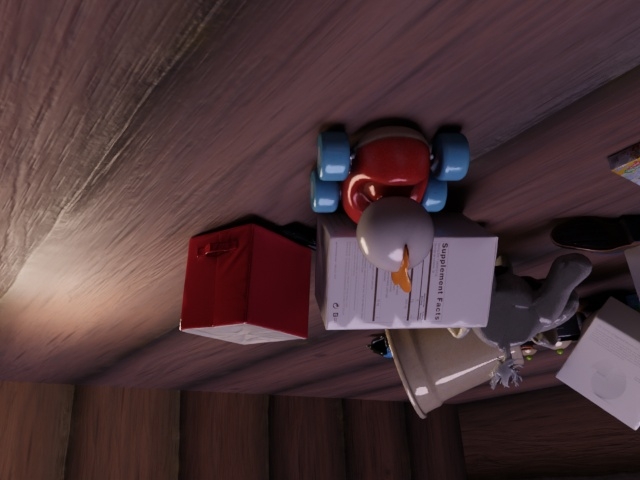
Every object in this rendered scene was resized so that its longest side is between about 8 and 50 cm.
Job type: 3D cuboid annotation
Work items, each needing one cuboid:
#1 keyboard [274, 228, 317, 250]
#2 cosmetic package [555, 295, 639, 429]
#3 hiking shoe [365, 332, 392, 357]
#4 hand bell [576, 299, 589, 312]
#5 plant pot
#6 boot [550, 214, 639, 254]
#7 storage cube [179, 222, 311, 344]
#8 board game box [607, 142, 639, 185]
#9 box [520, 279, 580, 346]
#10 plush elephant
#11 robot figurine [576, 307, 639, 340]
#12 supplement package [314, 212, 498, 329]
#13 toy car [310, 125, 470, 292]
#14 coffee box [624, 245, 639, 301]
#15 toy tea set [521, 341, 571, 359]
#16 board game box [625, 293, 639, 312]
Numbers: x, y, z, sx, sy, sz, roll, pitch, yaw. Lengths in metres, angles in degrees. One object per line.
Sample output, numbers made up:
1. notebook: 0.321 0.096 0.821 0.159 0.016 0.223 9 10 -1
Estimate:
1. keyboard: 0.000 0.000 1.226 0.100 0.038 0.192 8 170 41
2. cosmetic package: 0.763 0.305 1.486 0.138 0.224 0.224 -28 144 -44
3. hiking shoe: 0.282 0.344 1.955 0.132 0.113 0.304 8 155 -26
4. hand bell: 0.687 0.223 1.775 0.242 0.126 0.126 -18 155 5
5. plant pot: 0.366 0.274 1.602 0.306 0.333 0.334 -21 154 10
6. boot: 0.574 0.005 1.238 0.220 0.082 0.106 -3 155 -5
7. storage cube: -0.148 0.096 1.187 0.184 0.193 0.215 -11 158 35
8. board game box: 0.566 -0.143 0.955 0.104 0.026 0.154 13 152 -35
9. box: 0.598 0.194 1.586 0.156 0.158 0.093 -11 158 16
10. plush elephant: 0.409 0.137 1.312 0.272 0.329 0.255 8 -173 6
11. robot figurine: 0.892 0.296 1.775 0.300 0.199 0.353 24 -176 27
12. supplement package: 0.145 0.049 1.085 0.293 0.175 0.177 0 -164 -8
13. toy car: 0.104 -0.028 0.892 0.220 0.237 0.210 0 157 -7
14. coffee box: 0.935 0.133 1.266 0.338 0.334 0.338 12 152 -36
15. toy tea set: 0.747 0.350 2.021 0.200 0.124 0.336 -9 156 13
16. board game box: 1.041 0.169 1.745 0.212 0.039 0.160 -23 150 37
